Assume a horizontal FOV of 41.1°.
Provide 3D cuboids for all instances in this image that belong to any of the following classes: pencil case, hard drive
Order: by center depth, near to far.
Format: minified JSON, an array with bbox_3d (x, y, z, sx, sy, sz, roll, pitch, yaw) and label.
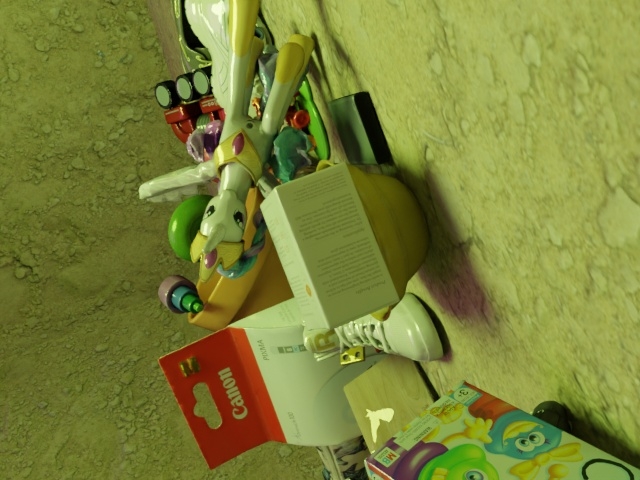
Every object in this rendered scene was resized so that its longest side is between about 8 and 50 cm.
[{"bbox_3d":[0.050,-0.147,1.136,0.135,0.022,0.094,-160,48,-76],"label":"hard drive"},{"bbox_3d":[0.039,0.402,1.850,0.410,0.159,0.184,70,-155,-46],"label":"pencil case"}]

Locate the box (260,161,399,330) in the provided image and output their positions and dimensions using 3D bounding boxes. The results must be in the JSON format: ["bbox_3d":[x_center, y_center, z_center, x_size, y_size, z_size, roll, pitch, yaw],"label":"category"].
[{"bbox_3d":[0.007,0.012,1.005,0.130,0.091,0.171,152,97,-76],"label":"box"}]

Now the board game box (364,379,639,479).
[{"bbox_3d":[0.190,0.264,0.756,0.275,0.142,0.144,21,136,50],"label":"board game box"}]

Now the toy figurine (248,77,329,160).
[{"bbox_3d":[-0.088,-0.181,1.380,0.130,0.159,0.173,-125,17,-51],"label":"toy figurine"}]

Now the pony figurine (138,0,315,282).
[{"bbox_3d":[-0.109,-0.118,1.207,0.351,0.302,0.364,125,157,-87],"label":"pony figurine"}]

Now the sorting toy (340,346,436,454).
[{"bbox_3d":[0.118,0.257,1.392,0.046,0.132,0.275,33,-155,-49],"label":"sorting toy"}]

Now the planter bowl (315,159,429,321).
[{"bbox_3d":[0.077,-0.014,1.085,0.217,0.090,0.217,159,90,-76],"label":"planter bowl"}]

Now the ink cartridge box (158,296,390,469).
[{"bbox_3d":[-0.058,0.264,1.540,0.091,0.384,0.308,-126,16,-54],"label":"ink cartridge box"}]

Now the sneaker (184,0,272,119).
[{"bbox_3d":[-0.133,-0.313,1.491,0.129,0.111,0.297,20,145,45],"label":"sneaker"}]

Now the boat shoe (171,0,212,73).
[{"bbox_3d":[-0.253,-0.423,1.844,0.091,0.109,0.305,-126,20,-68],"label":"boat shoe"}]

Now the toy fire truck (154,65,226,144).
[{"bbox_3d":[-0.199,-0.239,1.777,0.217,0.158,0.247,-5,106,47],"label":"toy fire truck"}]

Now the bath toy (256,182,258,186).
[{"bbox_3d":[-0.220,-0.245,2.010,0.151,0.129,0.349,-16,-97,-66],"label":"bath toy"}]

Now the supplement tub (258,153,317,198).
[{"bbox_3d":[-0.038,-0.090,1.476,0.198,0.106,0.106,-140,29,-67],"label":"supplement tub"}]

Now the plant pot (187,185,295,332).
[{"bbox_3d":[-0.102,0.066,1.649,0.203,0.291,0.291,26,177,-13],"label":"plant pot"}]

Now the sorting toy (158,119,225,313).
[{"bbox_3d":[-0.179,-0.031,1.517,0.127,0.366,0.126,20,-178,-40],"label":"sorting toy"}]

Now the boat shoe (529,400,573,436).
[{"bbox_3d":[0.249,0.244,0.919,0.206,0.075,0.065,71,-147,-48],"label":"boat shoe"}]

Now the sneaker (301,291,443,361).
[{"bbox_3d":[0.063,0.144,1.288,0.292,0.169,0.108,-159,49,-74],"label":"sneaker"}]

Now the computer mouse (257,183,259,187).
[{"bbox_3d":[-0.080,-0.068,1.820,0.272,0.072,0.189,-127,16,-53],"label":"computer mouse"}]
